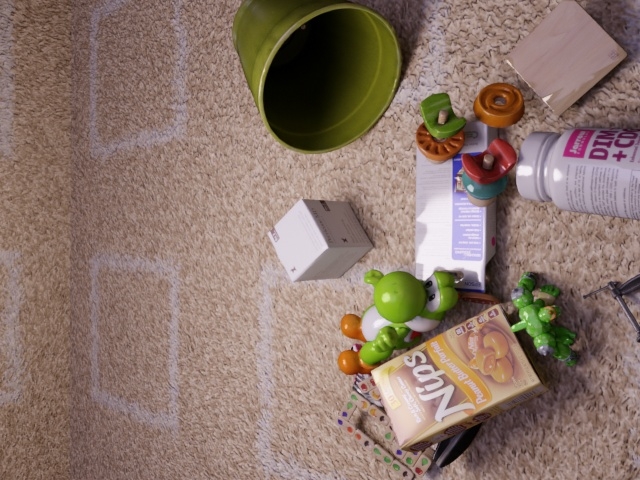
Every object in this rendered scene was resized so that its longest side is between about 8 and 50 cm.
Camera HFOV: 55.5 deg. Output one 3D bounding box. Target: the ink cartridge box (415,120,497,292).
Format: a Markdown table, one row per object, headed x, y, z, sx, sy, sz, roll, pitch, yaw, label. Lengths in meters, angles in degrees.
| x | y | z | sx | sy | sz | roll | pitch | yaw | label |
| --- | --- | --- | --- | --- | --- | --- | --- | --- | --- |
| 0.301 | -0.074 | 1.357 | 0.176 | 0.069 | 0.370 | 1 | 88 | 40 | ink cartridge box |

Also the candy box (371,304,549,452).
| x | y | z | sx | sy | sz | roll | pitch | yaw | label |
| --- | --- | --- | --- | --- | --- | --- | --- | --- | --- |
| 0.283 | 0.292 | 1.271 | 0.316 | 0.087 | 0.182 | -31 | 54 | 16 | candy box |

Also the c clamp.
| x | y | z | sx | sy | sz | roll | pitch | yaw | label |
| --- | --- | --- | --- | --- | --- | --- | --- | --- | --- |
| 0.582 | 0.125 | 1.111 | 0.137 | 0.022 | 0.160 | -38 | 39 | 19 | c clamp |

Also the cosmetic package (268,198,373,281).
| x | y | z | sx | sy | sz | roll | pitch | yaw | label |
| --- | --- | --- | --- | --- | --- | --- | --- | --- | --- |
| 0.000 | 0.000 | 1.538 | 0.151 | 0.184 | 0.151 | -44 | 64 | 32 | cosmetic package |

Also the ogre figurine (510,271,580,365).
| x | y | z | sx | sy | sz | roll | pitch | yaw | label |
| --- | --- | --- | --- | --- | --- | --- | --- | --- | --- |
| 0.438 | 0.158 | 1.204 | 0.097 | 0.118 | 0.197 | -12 | 83 | 40 | ogre figurine |

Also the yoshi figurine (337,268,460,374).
| x | y | z | sx | sy | sz | roll | pitch | yaw | label |
| --- | --- | --- | --- | --- | --- | --- | --- | --- | --- |
| 0.143 | 0.165 | 1.359 | 0.203 | 0.203 | 0.362 | 52 | 136 | 8 | yoshi figurine |

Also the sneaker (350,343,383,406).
| x | y | z | sx | sy | sz | roll | pitch | yaw | label |
| --- | --- | --- | --- | --- | --- | --- | --- | --- | --- |
| 0.106 | 0.345 | 1.526 | 0.075 | 0.063 | 0.170 | -32 | 74 | 30 | sneaker |

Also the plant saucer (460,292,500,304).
| x | y | z | sx | sy | sz | roll | pitch | yaw | label |
| --- | --- | --- | --- | --- | --- | --- | --- | --- | --- |
| 0.343 | 0.124 | 1.309 | 0.084 | 0.083 | 0.013 | -1 | 75 | 41 | plant saucer |

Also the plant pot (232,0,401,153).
| x | y | z | sx | sy | sz | roll | pitch | yaw | label |
| --- | --- | --- | --- | --- | --- | --- | --- | --- | --- |
| -0.051 | -0.461 | 1.502 | 0.366 | 0.367 | 0.353 | -60 | 45 | 24 | plant pot |

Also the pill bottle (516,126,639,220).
| x | y | z | sx | sy | sz | roll | pitch | yaw | label |
| --- | --- | --- | --- | --- | --- | --- | --- | --- | --- |
| 0.518 | -0.124 | 1.104 | 0.283 | 0.160 | 0.160 | 12 | 98 | 40 | pill bottle |

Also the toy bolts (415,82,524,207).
| x | y | z | sx | sy | sz | roll | pitch | yaw | label |
| --- | --- | --- | --- | --- | --- | --- | --- | --- | --- |
| 0.326 | -0.185 | 1.246 | 0.218 | 0.158 | 0.228 | -19 | 61 | -3 | toy bolts |

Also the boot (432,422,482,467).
| x | y | z | sx | sy | sz | roll | pitch | yaw | label |
| --- | --- | --- | --- | --- | --- | --- | --- | --- | --- |
| 0.275 | 0.363 | 1.363 | 0.179 | 0.085 | 0.236 | 33 | 99 | 37 | boot |

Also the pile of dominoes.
| x | y | z | sx | sy | sz | roll | pitch | yaw | label |
| --- | --- | --- | --- | --- | --- | --- | --- | --- | --- |
| 0.160 | 0.453 | 1.455 | 0.251 | 0.040 | 0.196 | 34 | 117 | 20 | pile of dominoes |

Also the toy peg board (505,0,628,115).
| x | y | z | sx | sy | sz | roll | pitch | yaw | label |
| --- | --- | --- | --- | --- | --- | --- | --- | --- | --- |
| 0.487 | -0.362 | 1.200 | 0.160 | 0.079 | 0.161 | 51 | 123 | 10 | toy peg board |
